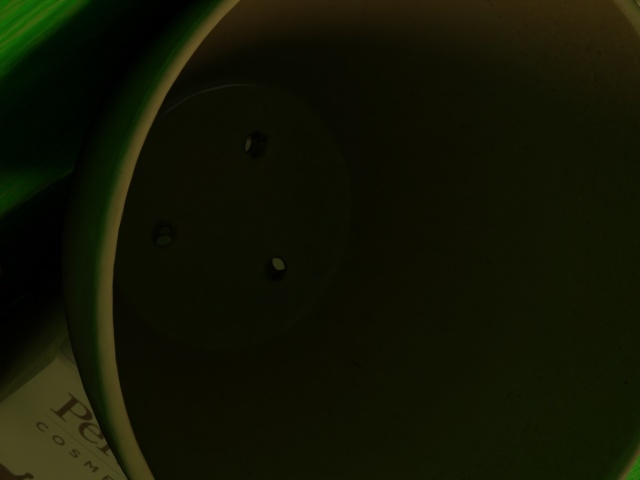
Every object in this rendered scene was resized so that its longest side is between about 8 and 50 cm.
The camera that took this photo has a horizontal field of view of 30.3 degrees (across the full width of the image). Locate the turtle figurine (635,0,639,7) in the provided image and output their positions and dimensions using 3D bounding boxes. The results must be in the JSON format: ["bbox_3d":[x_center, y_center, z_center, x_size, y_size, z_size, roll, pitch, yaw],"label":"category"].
[{"bbox_3d":[0.191,-0.223,1.046,0.266,0.198,0.275,-36,178,-1],"label":"turtle figurine"}]

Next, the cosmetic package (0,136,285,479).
[{"bbox_3d":[-0.100,0.154,0.946,0.393,0.329,0.327,-40,-164,41],"label":"cosmetic package"}]

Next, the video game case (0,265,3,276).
[{"bbox_3d":[-0.264,0.077,0.527,0.275,0.035,0.248,-42,-178,-15],"label":"video game case"}]

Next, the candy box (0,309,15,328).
[{"bbox_3d":[-0.258,0.203,1.165,0.122,0.268,0.317,-41,-179,42],"label":"candy box"}]

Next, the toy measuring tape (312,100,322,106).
[{"bbox_3d":[0.032,-0.132,0.891,0.121,0.121,0.330,-40,-175,13],"label":"toy measuring tape"}]

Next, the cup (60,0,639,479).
[{"bbox_3d":[0.000,0.000,0.629,0.331,0.331,0.237,-41,-154,-18],"label":"cup"}]
